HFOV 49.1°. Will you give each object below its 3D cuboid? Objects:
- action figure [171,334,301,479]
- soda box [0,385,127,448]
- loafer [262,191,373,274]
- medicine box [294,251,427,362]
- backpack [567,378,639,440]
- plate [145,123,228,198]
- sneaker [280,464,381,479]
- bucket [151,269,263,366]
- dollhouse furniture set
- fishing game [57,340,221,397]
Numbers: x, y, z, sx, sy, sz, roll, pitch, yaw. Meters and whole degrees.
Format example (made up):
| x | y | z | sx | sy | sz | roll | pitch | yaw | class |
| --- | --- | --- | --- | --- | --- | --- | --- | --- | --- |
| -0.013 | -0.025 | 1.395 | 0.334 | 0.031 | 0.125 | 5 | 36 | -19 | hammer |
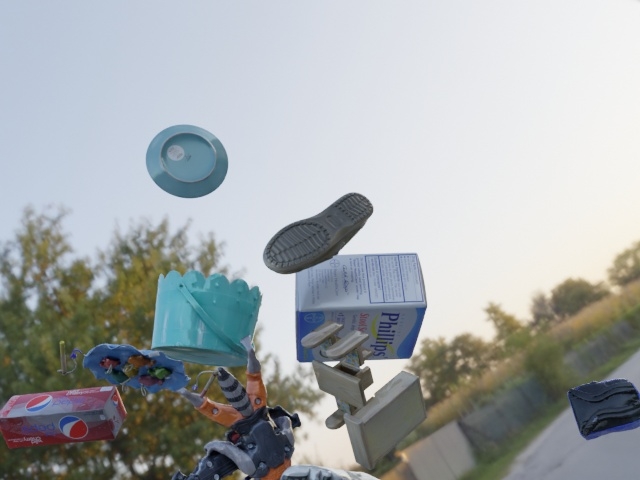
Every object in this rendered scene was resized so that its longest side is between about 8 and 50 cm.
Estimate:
| x | y | z | sx | sy | sz | roll | pitch | yaw | class |
| --- | --- | --- | --- | --- | --- | --- | --- | --- | --- |
| -0.186 | 0.424 | 1.503 | 0.341 | 0.330 | 0.178 | -35 | 9 | -27 | action figure |
| -0.579 | 0.396 | 1.573 | 0.263 | 0.092 | 0.083 | -7 | 26 | 10 | soda box |
| 0.000 | 0.000 | 1.449 | 0.268 | 0.102 | 0.092 | -30 | -29 | -23 | loafer |
| 0.084 | 0.163 | 1.655 | 0.289 | 0.149 | 0.264 | -1 | -35 | -3 | medicine box |
| 0.535 | 0.309 | 1.300 | 0.120 | 0.098 | 0.101 | -23 | -30 | 22 | backpack |
| -0.301 | -0.185 | 1.592 | 0.188 | 0.188 | 0.024 | -25 | -11 | -22 | plate |
| 0.047 | 0.501 | 1.379 | 0.110 | 0.292 | 0.118 | -66 | 19 | 3 | sneaker |
| -0.283 | 0.200 | 1.738 | 0.280 | 0.183 | 0.281 | 5 | -19 | 2 | bucket |
| 0.057 | 0.309 | 1.359 | 0.161 | 0.242 | 0.212 | -31 | -62 | -33 | dollhouse furniture set |
| -0.309 | 0.226 | 1.184 | 0.263 | 0.041 | 0.189 | 15 | -35 | -14 | fishing game |
